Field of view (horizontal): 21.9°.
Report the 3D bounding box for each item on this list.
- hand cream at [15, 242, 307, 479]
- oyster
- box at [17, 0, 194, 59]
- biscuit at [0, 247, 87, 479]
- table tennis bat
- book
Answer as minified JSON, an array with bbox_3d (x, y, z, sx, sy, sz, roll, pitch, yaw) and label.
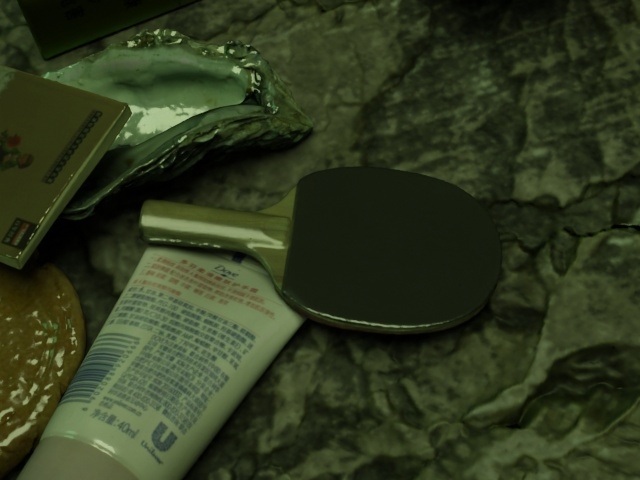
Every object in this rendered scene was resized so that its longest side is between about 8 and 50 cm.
[{"bbox_3d":[-0.107,0.089,1.074,0.133,0.083,0.248,24,55,15],"label":"hand cream"},{"bbox_3d":[-0.160,-0.078,1.154,0.199,0.087,0.252,32,57,33],"label":"oyster"},{"bbox_3d":[-0.080,-0.246,1.191,0.311,0.173,0.043,-22,63,-6],"label":"box"},{"bbox_3d":[-0.267,0.079,1.103,0.226,0.042,0.226,-3,60,5],"label":"biscuit"},{"bbox_3d":[0.000,0.000,1.118,0.246,0.022,0.138,6,51,2],"label":"table tennis bat"},{"bbox_3d":[-0.242,-0.064,1.122,0.198,0.016,0.138,18,63,27],"label":"book"}]
